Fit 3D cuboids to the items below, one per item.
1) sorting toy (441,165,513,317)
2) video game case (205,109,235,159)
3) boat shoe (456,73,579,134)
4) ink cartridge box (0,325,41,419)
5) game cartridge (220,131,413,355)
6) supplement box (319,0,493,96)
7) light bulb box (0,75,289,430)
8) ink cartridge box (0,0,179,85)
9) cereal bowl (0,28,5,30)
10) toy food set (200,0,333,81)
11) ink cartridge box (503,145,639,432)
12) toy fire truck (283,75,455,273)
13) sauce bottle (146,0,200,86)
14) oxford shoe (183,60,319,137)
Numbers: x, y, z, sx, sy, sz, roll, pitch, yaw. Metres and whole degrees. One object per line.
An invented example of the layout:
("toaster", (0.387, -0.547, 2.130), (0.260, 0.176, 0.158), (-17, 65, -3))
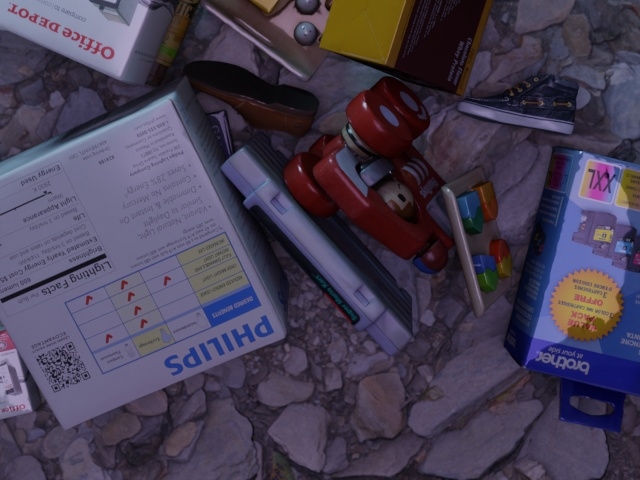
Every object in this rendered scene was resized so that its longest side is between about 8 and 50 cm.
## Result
("sorting toy", (0.238, -0.004, 1.643), (0.038, 0.208, 0.193), (-13, 97, 23))
("video game case", (-0.258, -0.077, 1.714), (0.274, 0.026, 0.196), (-11, 97, -1))
("boat shoe", (0.299, -0.215, 1.695), (0.183, 0.065, 0.083), (9, 94, -8))
("ink cartridge box", (-0.498, 0.206, 1.725), (0.099, 0.056, 0.135), (-13, 96, -1))
("game cartridge", (0.000, 0.000, 1.626), (0.068, 0.230, 0.355), (-40, 96, 15))
("supplement box", (0.131, -0.328, 1.592), (0.129, 0.194, 0.191), (22, 98, 40))
("light bulb box", (-0.274, 0.013, 1.588), (0.357, 0.225, 0.361), (-23, 105, 7))
("ink cartridge box", (-0.284, -0.367, 1.484), (0.198, 0.115, 0.273), (24, 96, 4))
("cereal bowl", (-0.417, -0.466, 1.607), (0.338, 0.141, 0.339), (0, 96, -2))
("toy food set", (-0.021, -0.420, 1.645), (0.219, 0.092, 0.306), (35, 94, -5))
("ink cartridge box", (0.446, 0.081, 1.689), (0.270, 0.151, 0.396), (13, 98, -3))
("toy fire truck", (0.105, -0.077, 1.592), (0.254, 0.302, 0.169), (47, 114, -1))
("sauce bottle", (-0.207, -0.392, 1.587), (0.111, 0.111, 0.344), (23, 97, -4))
("oxford shoe", (-0.111, -0.207, 1.683), (0.212, 0.076, 0.076), (23, 133, 5))
